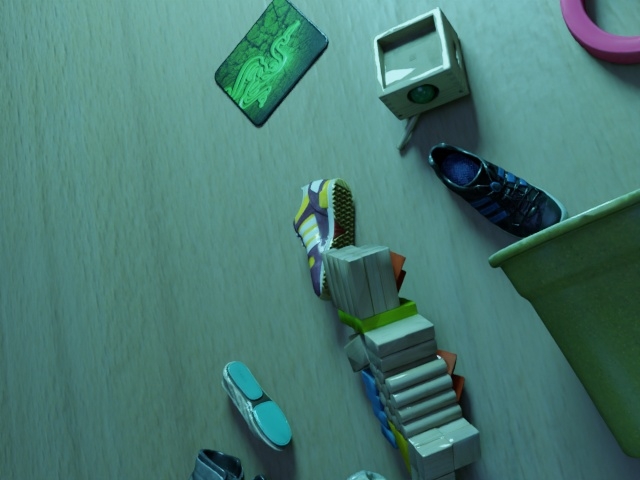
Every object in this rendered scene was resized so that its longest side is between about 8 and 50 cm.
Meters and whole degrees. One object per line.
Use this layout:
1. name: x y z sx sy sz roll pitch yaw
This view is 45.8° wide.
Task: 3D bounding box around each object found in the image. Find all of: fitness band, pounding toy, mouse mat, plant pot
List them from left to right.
1. mouse mat: -0.087 -0.305 1.276 0.189 0.007 0.152 -49 61 14
2. pounding toy: 0.140 -0.229 1.088 0.130 0.100 0.141 -18 61 26
3. fitness band: 0.413 -0.369 0.972 0.209 0.054 0.290 -6 77 32
4. plant pot: 0.359 0.082 0.812 0.276 0.276 0.253 -26 81 24

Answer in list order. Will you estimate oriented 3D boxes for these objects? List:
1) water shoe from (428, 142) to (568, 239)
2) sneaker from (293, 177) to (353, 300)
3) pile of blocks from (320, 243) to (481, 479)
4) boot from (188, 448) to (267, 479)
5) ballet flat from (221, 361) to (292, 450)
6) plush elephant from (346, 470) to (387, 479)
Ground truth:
1. water shoe: 0.226 -0.062 1.001 0.203 0.080 0.072 33 98 31
2. sneaker: 0.000 0.000 1.136 0.084 0.070 0.185 -6 71 38
3. pile of blocks: 0.117 0.161 1.024 0.113 0.149 0.362 -17 78 -18
4. boot: -0.113 0.472 1.082 0.338 0.118 0.222 35 94 26
5. ballet flat: -0.098 0.258 1.155 0.168 0.057 0.052 53 135 31
6. plush elephant: 0.051 0.416 0.877 0.255 0.272 0.330 58 147 -6
